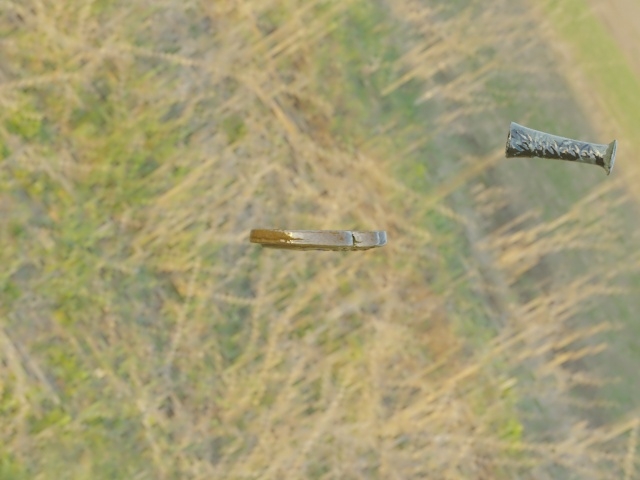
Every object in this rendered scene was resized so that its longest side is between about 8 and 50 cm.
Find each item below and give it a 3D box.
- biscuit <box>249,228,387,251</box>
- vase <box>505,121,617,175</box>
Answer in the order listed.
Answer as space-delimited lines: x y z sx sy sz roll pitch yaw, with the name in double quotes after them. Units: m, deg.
0.000 0.000 1.654 0.175 0.124 0.026 1 92 -42 "biscuit"
0.371 -0.142 2.245 0.059 0.167 0.059 10 90 -84 "vase"
